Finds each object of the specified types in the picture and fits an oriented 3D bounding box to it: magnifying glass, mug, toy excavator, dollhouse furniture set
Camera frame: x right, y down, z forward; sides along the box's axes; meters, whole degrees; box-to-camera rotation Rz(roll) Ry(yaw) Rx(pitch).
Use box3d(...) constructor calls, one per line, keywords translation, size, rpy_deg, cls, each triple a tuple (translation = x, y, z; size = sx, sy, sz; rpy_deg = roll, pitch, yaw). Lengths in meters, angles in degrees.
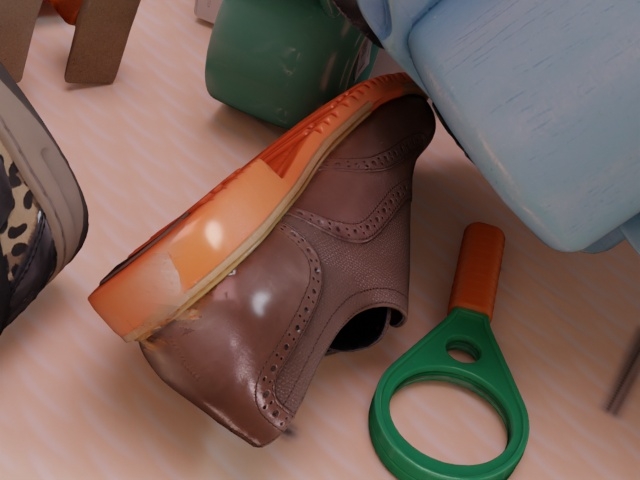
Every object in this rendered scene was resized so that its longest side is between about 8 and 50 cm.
box3d(translation=(0.088, 0.066, 0.763), size=(0.092, 0.026, 0.231), rpy_deg=(16, 41, 4), cls="magnifying glass")
box3d(translation=(-0.014, -0.144, 0.885), size=(0.097, 0.130, 0.158), rpy_deg=(24, 9, 10), cls="mug")
box3d(translation=(0.201, -0.034, 0.696), size=(0.433, 0.222, 0.445), rpy_deg=(42, 23, -30), cls="toy excavator")
box3d(translation=(-0.297, -0.207, 0.928), size=(0.259, 0.135, 0.262), rpy_deg=(-5, 42, -38), cls="dollhouse furniture set")

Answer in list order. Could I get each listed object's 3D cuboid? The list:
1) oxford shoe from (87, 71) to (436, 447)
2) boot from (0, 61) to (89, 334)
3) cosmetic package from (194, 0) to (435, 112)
box3d(translation=(0.000, 0.000, 0.770), size=(0.133, 0.130, 0.363), rpy_deg=(52, 37, -5), cls="oxford shoe")
box3d(translation=(-0.284, -0.040, 0.570), size=(0.138, 0.377, 0.284), rpy_deg=(-12, 36, 29), cls="boot")
box3d(translation=(0.049, -0.247, 1.032), size=(0.224, 0.138, 0.225), rpy_deg=(24, 42, 13), cls="cosmetic package")
